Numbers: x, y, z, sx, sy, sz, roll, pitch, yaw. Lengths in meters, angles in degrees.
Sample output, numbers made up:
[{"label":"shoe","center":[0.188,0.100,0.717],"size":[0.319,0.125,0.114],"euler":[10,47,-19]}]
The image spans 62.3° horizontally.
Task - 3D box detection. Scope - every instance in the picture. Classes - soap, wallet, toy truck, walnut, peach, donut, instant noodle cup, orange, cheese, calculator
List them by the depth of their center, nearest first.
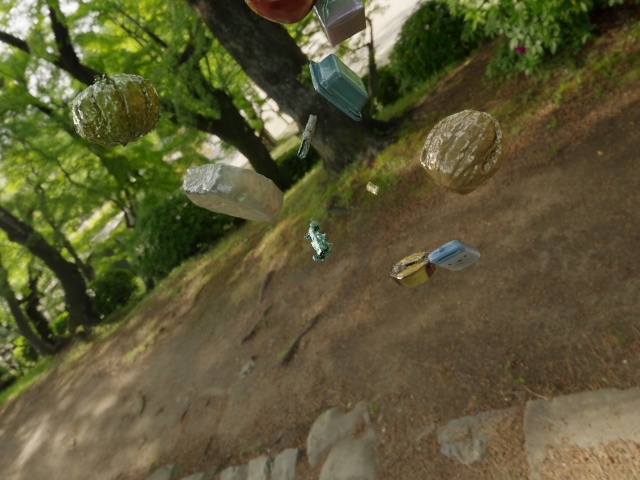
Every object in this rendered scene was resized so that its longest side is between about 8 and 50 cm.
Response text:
[{"label":"instant noodle cup","center":[0.054,-0.399,1.347],"size":[0.070,0.157,0.179],"euler":[-44,32,24]},{"label":"peach","center":[-0.105,-0.703,1.442],"size":[0.244,0.243,0.199],"euler":[-12,34,53]},{"label":"walnut","center":[0.432,-0.272,1.594],"size":[0.257,0.224,0.256],"euler":[-5,77,24]},{"label":"soap","center":[0.045,-0.720,1.605],"size":[0.139,0.182,0.199],"euler":[-24,1,7]},{"label":"cheese","center":[-0.277,-0.151,1.653],"size":[0.326,0.318,0.115],"euler":[67,-143,-77]},{"label":"calculator","center":[0.446,0.051,1.764],"size":[0.121,0.210,0.039],"euler":[-34,57,28]},{"label":"orange","center":[-0.696,-0.430,1.806],"size":[0.301,0.223,0.300],"euler":[-20,7,28]},{"label":"donut","center":[0.338,0.108,1.915],"size":[0.166,0.073,0.184],"euler":[-41,16,-28]},{"label":"toy truck","center":[0.001,0.001,1.954],"size":[0.080,0.078,0.154],"euler":[-65,34,36]},{"label":"soap","center":[0.198,-0.197,2.013],"size":[0.089,0.012,0.034],"euler":[41,117,59]},{"label":"wallet","center":[-0.049,-0.419,2.126],"size":[0.110,0.040,0.155],"euler":[114,171,-57]}]
